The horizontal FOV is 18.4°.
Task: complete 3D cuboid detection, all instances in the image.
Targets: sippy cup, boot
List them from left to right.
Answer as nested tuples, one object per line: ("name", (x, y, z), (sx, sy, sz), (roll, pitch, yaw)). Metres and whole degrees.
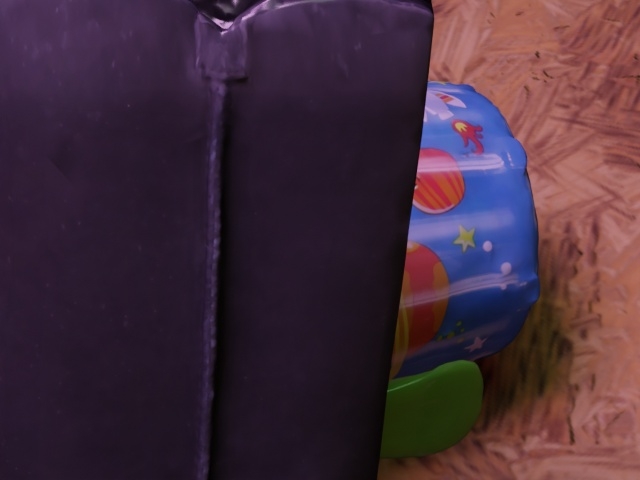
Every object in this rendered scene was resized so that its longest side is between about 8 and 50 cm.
("boot", (-0.143, 0.085, 0.897), (0.367, 0.445, 0.146), (1, 22, -15))
("sippy cup", (0.000, 0.000, 1.169), (0.224, 0.240, 0.305), (-8, 72, -18))
